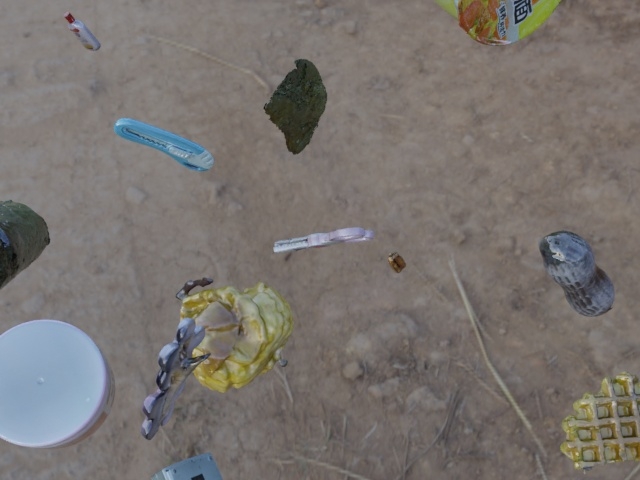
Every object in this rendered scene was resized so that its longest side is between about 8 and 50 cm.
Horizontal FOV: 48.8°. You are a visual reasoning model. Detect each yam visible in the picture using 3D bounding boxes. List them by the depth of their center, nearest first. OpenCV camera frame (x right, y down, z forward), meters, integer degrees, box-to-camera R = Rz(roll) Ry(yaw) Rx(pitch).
[{"bbox_3d":[-0.776,0.017,1.639,0.195,0.195,0.300,3,16,-1],"label":"yam"}]

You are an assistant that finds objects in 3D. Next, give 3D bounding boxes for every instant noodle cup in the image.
[{"bbox_3d":[0.277,-0.488,1.187,0.264,0.264,0.200,-20,47,-24],"label":"instant noodle cup"}]

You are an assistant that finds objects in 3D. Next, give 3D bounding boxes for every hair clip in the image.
[{"bbox_3d":[-0.270,0.257,1.308,0.075,0.257,0.146,30,25,1],"label":"hair clip"}]

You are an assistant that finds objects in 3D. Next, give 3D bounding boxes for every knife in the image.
[{"bbox_3d":[-0.326,-0.200,1.487,0.221,0.064,0.031,21,35,-26],"label":"knife"}]

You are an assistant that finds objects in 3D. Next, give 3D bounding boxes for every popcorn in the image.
[{"bbox_3d":[-0.265,0.249,2.028,0.381,0.349,0.349,39,51,13],"label":"popcorn"}]

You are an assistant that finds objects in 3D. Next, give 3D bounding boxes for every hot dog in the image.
[{"bbox_3d":[0.229,0.064,2.144,0.037,0.122,0.049,38,84,30],"label":"hot dog"}]

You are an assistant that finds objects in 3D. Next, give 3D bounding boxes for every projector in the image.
[{"bbox_3d":[-0.277,0.532,1.523,0.147,0.061,0.115,1,57,-56],"label":"projector"}]

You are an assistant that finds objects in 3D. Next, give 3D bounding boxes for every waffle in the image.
[{"bbox_3d":[0.434,0.272,0.988,0.192,0.046,0.161,-38,76,-14],"label":"waffle"}]

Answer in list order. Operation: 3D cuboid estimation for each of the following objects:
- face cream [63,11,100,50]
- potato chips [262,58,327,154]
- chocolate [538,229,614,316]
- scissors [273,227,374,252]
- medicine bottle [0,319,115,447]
[{"bbox_3d":[-0.441,-0.385,1.297,0.040,0.083,0.021,14,66,32],"label":"face cream"},{"bbox_3d":[-0.044,-0.246,1.301,0.142,0.209,0.026,-15,49,-33],"label":"potato chips"},{"bbox_3d":[0.544,0.070,1.488,0.110,0.248,0.110,-30,37,25],"label":"chocolate"},{"bbox_3d":[0.000,0.000,1.615,0.242,0.118,0.031,-10,80,27],"label":"scissors"},{"bbox_3d":[-0.569,0.310,1.489,0.252,0.241,0.253,3,74,-10],"label":"medicine bottle"}]
